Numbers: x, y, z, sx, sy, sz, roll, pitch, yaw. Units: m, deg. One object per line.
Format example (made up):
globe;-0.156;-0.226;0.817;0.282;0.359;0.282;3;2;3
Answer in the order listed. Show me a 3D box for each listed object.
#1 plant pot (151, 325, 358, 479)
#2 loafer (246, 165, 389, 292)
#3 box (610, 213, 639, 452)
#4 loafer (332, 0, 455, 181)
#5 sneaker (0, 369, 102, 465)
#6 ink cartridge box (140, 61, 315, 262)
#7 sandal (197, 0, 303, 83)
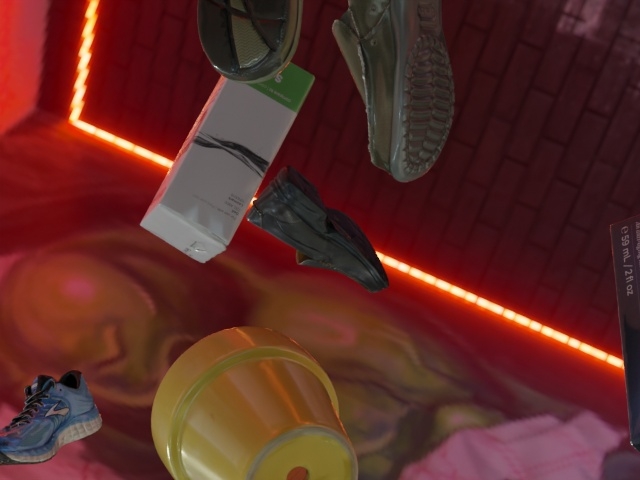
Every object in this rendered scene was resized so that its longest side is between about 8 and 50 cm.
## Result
plant pot;-0.070;0.270;1.755;0.239;0.254;0.254;35;104;60
loafer;0.000;0.000;1.259;0.061;0.170;0.062;-39;29;14
box;0.484;0.085;1.395;0.183;0.294;0.296;41;-141;-37
loafer;0.064;-0.177;1.213;0.094;0.087;0.251;5;-96;-55
sneaker;-0.271;0.165;1.246;0.162;0.063;0.073;-28;-70;-66
ink cartridge box;-0.108;-0.097;1.500;0.219;0.092;0.160;-63;10;-15
sandal;-0.043;-0.278;1.161;0.086;0.120;0.303;22;-106;-56
